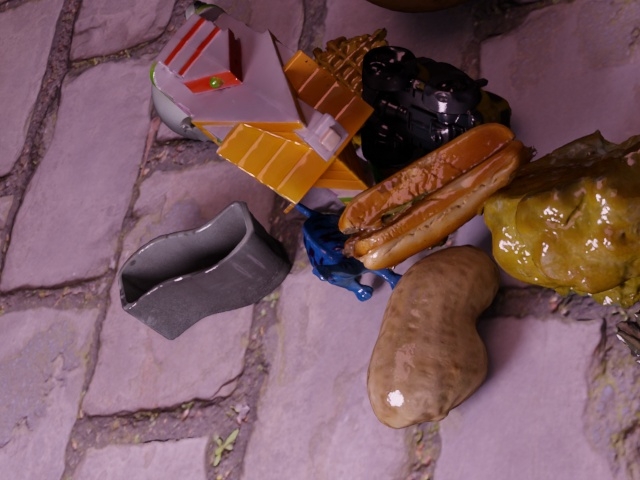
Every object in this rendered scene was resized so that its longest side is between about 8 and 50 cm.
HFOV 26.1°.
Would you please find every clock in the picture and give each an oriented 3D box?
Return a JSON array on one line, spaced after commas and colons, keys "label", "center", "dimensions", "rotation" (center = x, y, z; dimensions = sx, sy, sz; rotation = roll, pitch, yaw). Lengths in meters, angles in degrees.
[{"label": "clock", "center": [-0.049, -0.145, 1.768], "dimensions": [0.166, 0.235, 0.309], "rotation": [-51, 43, -3]}]

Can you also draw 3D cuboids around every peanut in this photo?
[{"label": "peanut", "center": [0.137, 0.110, 1.638], "dimensions": [0.122, 0.137, 0.253], "rotation": [125, 163, -65]}]

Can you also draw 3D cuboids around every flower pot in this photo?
[{"label": "flower pot", "center": [-0.161, 0.042, 1.915], "dimensions": [0.229, 0.108, 0.103], "rotation": [-24, 49, 21]}]

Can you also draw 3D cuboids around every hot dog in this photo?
[{"label": "hot dog", "center": [0.141, -0.052, 1.668], "dimensions": [0.269, 0.072, 0.109], "rotation": [-29, 55, 1]}]

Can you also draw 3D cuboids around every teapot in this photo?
[{"label": "teapot", "center": [-0.173, -0.250, 2.106], "dimensions": [0.193, 0.129, 0.294], "rotation": [-22, 50, 23]}]

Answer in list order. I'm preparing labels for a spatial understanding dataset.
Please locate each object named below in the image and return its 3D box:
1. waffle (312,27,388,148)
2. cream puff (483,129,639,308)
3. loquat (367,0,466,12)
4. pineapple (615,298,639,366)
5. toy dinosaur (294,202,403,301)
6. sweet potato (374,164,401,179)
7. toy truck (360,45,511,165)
[{"label": "waffle", "center": [0.027, -0.204, 1.971], "dimensions": [0.197, 0.070, 0.193], "rotation": [-20, 51, 29]}, {"label": "cream puff", "center": [0.332, -0.021, 1.555], "dimensions": [0.282, 0.185, 0.282], "rotation": [-25, 9, 4]}, {"label": "loquat", "center": [0.141, -0.472, 1.893], "dimensions": [0.328, 0.328, 0.328], "rotation": [-19, 51, 26]}, {"label": "pineapple", "center": [0.392, 0.182, 1.405], "dimensions": [0.130, 0.119, 0.277], "rotation": [110, 158, -47]}, {"label": "toy dinosaur", "center": [0.025, 0.020, 1.779], "dimensions": [0.076, 0.144, 0.329], "rotation": [-51, 20, 13]}, {"label": "sweet potato", "center": [0.106, -0.064, 1.818], "dimensions": [0.206, 0.068, 0.060], "rotation": [17, 97, 37]}, {"label": "toy truck", "center": [0.159, -0.172, 1.803], "dimensions": [0.165, 0.147, 0.224], "rotation": [-22, 35, -35]}]
